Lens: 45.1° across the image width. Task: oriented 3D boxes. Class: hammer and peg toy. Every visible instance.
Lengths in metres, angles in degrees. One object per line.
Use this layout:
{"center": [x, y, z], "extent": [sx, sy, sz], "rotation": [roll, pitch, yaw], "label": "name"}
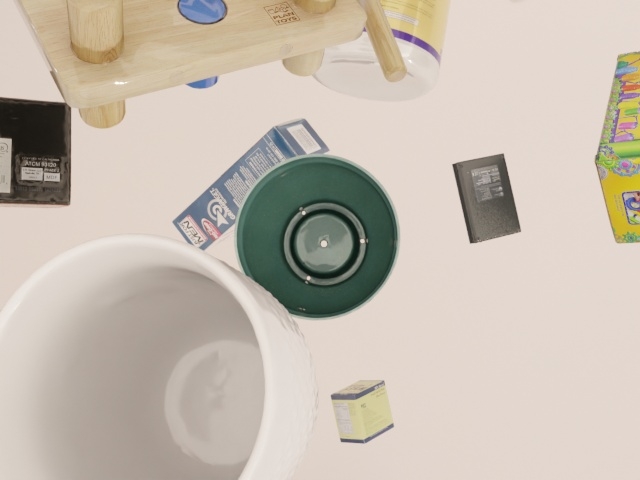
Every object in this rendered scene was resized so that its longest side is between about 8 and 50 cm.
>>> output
{"center": [-0.078, -0.243, 0.654], "extent": [0.361, 0.127, 0.266], "rotation": [-19, -118, -24], "label": "hammer and peg toy"}

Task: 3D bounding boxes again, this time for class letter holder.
{"center": [-0.540, -0.124, 1.137], "extent": [0.214, 0.302, 0.152], "rotation": [-3, -93, 63], "label": "letter holder"}

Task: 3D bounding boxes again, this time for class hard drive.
{"center": [0.274, -0.069, 1.265], "extent": [0.094, 0.022, 0.135], "rotation": [-12, -91, -21], "label": "hard drive"}

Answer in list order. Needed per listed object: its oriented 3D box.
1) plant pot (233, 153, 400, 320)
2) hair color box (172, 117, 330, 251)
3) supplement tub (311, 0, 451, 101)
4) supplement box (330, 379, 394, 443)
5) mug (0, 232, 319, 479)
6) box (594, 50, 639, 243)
{"center": [0.000, 0.000, 1.441], "extent": [0.293, 0.196, 0.293], "rotation": [0, -94, 4], "label": "plant pot"}
{"center": [-0.157, -0.122, 1.731], "extent": [0.347, 0.174, 0.105], "rotation": [-39, -92, 25], "label": "hair color box"}
{"center": [0.114, -0.440, 1.375], "extent": [0.241, 0.241, 0.331], "rotation": [7, -99, 24], "label": "supplement tub"}
{"center": [0.071, 0.287, 1.297], "extent": [0.056, 0.083, 0.083], "rotation": [-10, -87, 43], "label": "supplement box"}
{"center": [-0.147, 0.209, 0.789], "extent": [0.276, 0.328, 0.374], "rotation": [9, -101, 14], "label": "mug"}
{"center": [0.598, -0.160, 1.183], "extent": [0.279, 0.177, 0.290], "rotation": [-3, -137, 33], "label": "box"}
